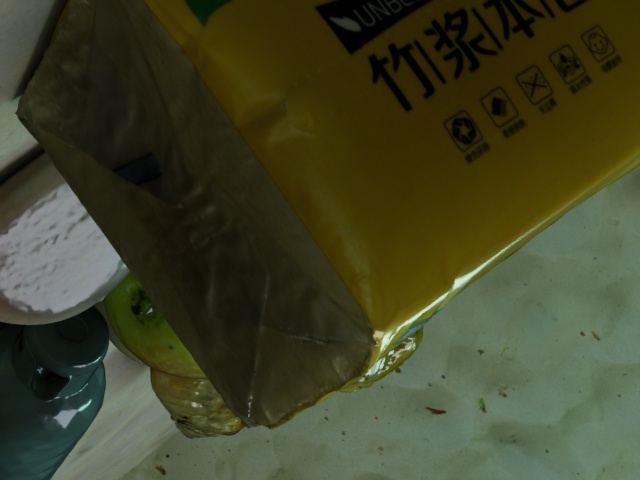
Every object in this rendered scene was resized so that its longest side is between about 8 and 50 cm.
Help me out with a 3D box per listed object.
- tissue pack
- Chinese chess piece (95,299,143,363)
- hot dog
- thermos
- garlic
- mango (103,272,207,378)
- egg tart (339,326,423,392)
[{"bbox_3d":[0.041,-0.102,0.932,0.382,0.293,0.228,-33,176,-33],"label":"tissue pack"},{"bbox_3d":[-0.144,0.033,1.572,0.251,0.097,0.251,-38,173,-6],"label":"Chinese chess piece"},{"bbox_3d":[-0.107,0.151,2.114,0.367,0.196,0.365,-43,175,-7],"label":"hot dog"},{"bbox_3d":[-0.291,0.143,1.416,0.286,0.145,0.182,-48,-160,47],"label":"thermos"},{"bbox_3d":[-0.184,-0.034,1.080,0.266,0.128,0.148,-49,-175,-2],"label":"garlic"},{"bbox_3d":[-0.061,-0.008,1.364,0.382,0.201,0.225,-44,154,-40],"label":"mango"},{"bbox_3d":[0.030,0.041,1.641,0.351,0.153,0.339,-24,-129,61],"label":"egg tart"}]
